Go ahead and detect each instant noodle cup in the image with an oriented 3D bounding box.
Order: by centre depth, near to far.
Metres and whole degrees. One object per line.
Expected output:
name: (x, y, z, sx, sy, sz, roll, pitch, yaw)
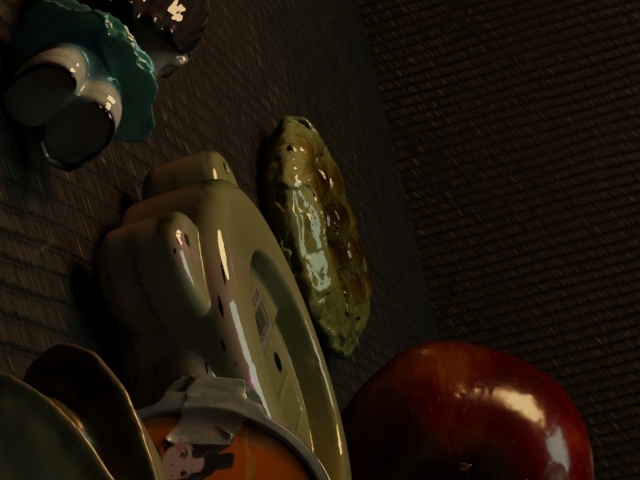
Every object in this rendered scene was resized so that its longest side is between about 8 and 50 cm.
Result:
instant noodle cup: (-0.072, 0.198, 0.906, 0.125, 0.178, 0.208, 84, 30, -53)

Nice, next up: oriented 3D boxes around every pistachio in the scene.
pistachio: (-0.119, 0.153, 0.760, 0.130, 0.131, 0.206, -16, 88, -55)

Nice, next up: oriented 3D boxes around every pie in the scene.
pie: (0.000, 0.000, 1.830, 0.306, 0.071, 0.306, -16, 90, -79)

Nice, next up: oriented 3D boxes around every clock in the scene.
clock: (-0.070, 0.103, 1.193, 0.284, 0.114, 0.309, -71, 142, -70)

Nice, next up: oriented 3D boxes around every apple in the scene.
apple: (0.131, 0.245, 1.590, 0.317, 0.288, 0.288, 174, -99, -87)

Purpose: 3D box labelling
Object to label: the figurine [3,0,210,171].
figurine: (-0.156, -0.148, 1.110, 0.138, 0.110, 0.245, 46, 25, -17)
